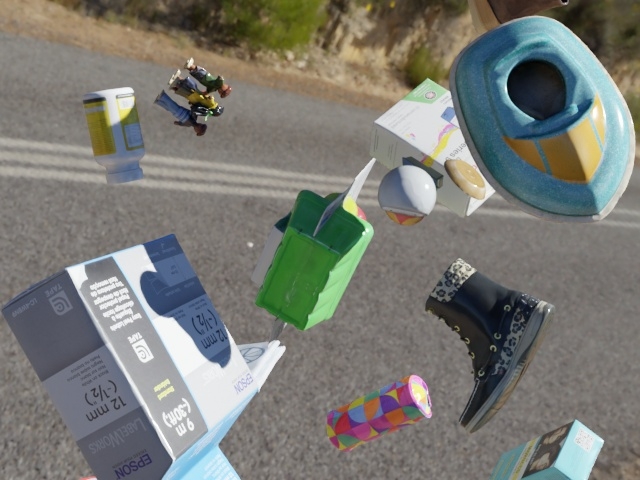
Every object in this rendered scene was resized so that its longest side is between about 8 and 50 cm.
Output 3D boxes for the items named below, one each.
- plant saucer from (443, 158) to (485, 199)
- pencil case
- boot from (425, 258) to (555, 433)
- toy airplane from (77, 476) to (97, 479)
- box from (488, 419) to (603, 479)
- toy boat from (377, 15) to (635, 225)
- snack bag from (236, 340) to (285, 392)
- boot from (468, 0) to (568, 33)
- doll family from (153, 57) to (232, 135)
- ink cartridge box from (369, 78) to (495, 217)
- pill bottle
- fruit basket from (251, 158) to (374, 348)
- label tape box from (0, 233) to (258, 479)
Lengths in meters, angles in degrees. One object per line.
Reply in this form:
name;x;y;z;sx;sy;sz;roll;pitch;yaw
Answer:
plant saucer;0.226;-0.098;1.235;0.083;0.015;0.083;30;32;-21
pencil case;0.124;0.371;1.719;0.104;0.236;0.104;43;31;-34
boot;0.237;0.163;1.269;0.179;0.236;0.085;33;10;25
toy airplane;-0.565;0.595;1.526;0.387;0.272;0.384;-5;27;-10
box;0.375;0.393;1.383;0.060;0.244;0.100;38;57;3
toy boat;0.213;-0.110;0.958;0.267;0.318;0.148;59;2;9
snack bag;-0.266;0.297;1.594;0.323;0.037;0.342;-9;16;18
boot;0.352;-0.531;1.532;0.090;0.248;0.207;-27;10;-38
doll family;-0.230;-0.256;1.483;0.111;0.076;0.193;33;-17;-22
ink cartridge box;0.213;-0.159;1.373;0.212;0.093;0.154;39;62;22
pill bottle;-0.410;-0.209;1.618;0.103;0.184;0.103;-9;11;2
fruit basket;0.000;0.000;1.559;0.166;0.327;0.353;26;31;1
label tape box;-0.184;0.180;0.960;0.347;0.115;0.249;59;19;1
